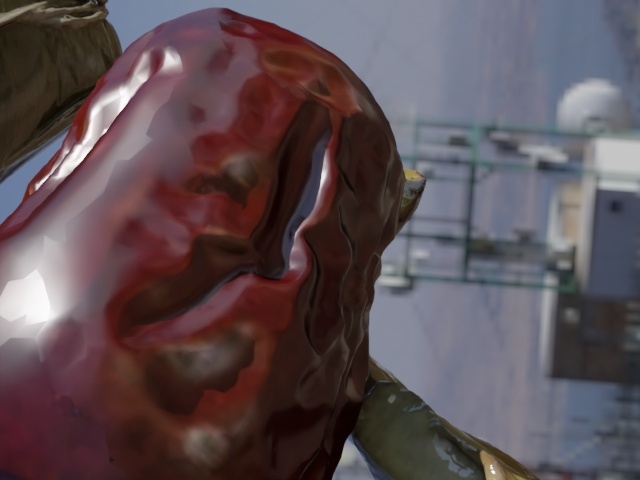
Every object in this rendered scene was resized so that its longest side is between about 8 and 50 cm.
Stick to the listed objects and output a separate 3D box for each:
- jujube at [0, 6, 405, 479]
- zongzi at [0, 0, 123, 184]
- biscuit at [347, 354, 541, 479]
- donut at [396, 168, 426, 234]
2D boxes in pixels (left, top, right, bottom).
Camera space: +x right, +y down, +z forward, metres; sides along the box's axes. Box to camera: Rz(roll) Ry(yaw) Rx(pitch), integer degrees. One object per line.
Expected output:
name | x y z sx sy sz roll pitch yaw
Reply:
jujube | -0.052 0.024 0.691 0.155 0.155 0.230 88 -156 -63
zongzi | -0.158 -0.028 0.792 0.099 0.194 0.197 -45 63 53
biscuit | 0.087 0.122 0.680 0.045 0.154 0.299 -50 27 1
donut | 0.000 0.000 1.096 0.140 0.059 0.140 -50 4 5
